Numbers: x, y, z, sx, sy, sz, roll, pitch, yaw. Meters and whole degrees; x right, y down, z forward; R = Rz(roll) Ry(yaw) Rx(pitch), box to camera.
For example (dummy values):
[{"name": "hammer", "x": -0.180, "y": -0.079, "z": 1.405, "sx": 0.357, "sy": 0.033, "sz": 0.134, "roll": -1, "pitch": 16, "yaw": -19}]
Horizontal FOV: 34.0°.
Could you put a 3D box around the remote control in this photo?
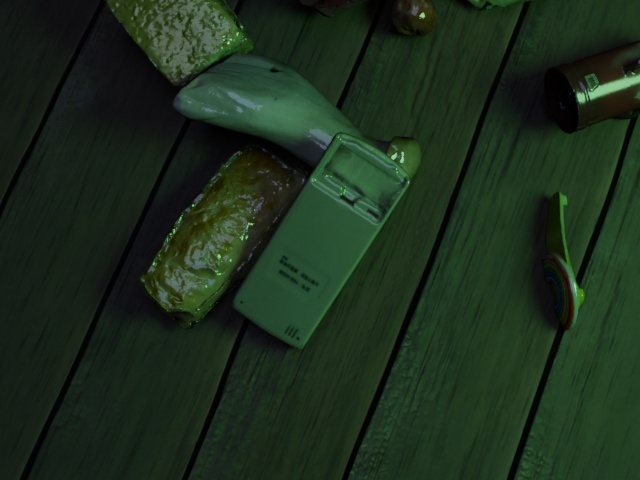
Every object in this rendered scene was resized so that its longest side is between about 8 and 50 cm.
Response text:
[{"name": "remote control", "x": 0.000, "y": 0.000, "z": 1.378, "sx": 0.123, "sy": 0.038, "sz": 0.285, "roll": 31, "pitch": 102, "yaw": 2}]

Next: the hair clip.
[{"name": "hair clip", "x": 0.322, "y": 0.022, "z": 1.398, "sx": 0.033, "sy": 0.060, "sz": 0.189, "roll": 1, "pitch": 70, "yaw": -13}]

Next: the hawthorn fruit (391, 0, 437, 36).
[{"name": "hawthorn fruit", "x": 0.134, "y": -0.344, "z": 1.499, "sx": 0.066, "sy": 0.067, "sz": 0.103, "roll": -2, "pitch": 91, "yaw": 4}]

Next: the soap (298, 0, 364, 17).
[{"name": "soap", "x": 0.048, "y": -0.478, "z": 1.471, "sx": 0.220, "sy": 0.127, "sz": 0.325, "roll": -9, "pitch": 64, "yaw": 49}]

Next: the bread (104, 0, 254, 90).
[{"name": "bread", "x": -0.202, "y": -0.317, "z": 1.488, "sx": 0.138, "sy": 0.102, "sz": 0.196, "roll": -41, "pitch": 87, "yaw": 2}]

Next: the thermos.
[{"name": "thermos", "x": 0.431, "y": -0.226, "z": 1.425, "sx": 0.232, "sy": 0.124, "sz": 0.099, "roll": -19, "pitch": 78, "yaw": -9}]

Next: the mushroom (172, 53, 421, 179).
[{"name": "mushroom", "x": -0.025, "y": -0.148, "z": 1.431, "sx": 0.328, "sy": 0.122, "sz": 0.159, "roll": 28, "pitch": 58, "yaw": 8}]

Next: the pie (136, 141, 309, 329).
[{"name": "pie", "x": -0.131, "y": -0.015, "z": 1.437, "sx": 0.128, "sy": 0.068, "sz": 0.282, "roll": 36, "pitch": 76, "yaw": 11}]

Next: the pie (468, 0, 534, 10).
[{"name": "pie", "x": 0.286, "y": -0.495, "z": 1.530, "sx": 0.371, "sy": 0.078, "sz": 0.296, "roll": -41, "pitch": 75, "yaw": -5}]
